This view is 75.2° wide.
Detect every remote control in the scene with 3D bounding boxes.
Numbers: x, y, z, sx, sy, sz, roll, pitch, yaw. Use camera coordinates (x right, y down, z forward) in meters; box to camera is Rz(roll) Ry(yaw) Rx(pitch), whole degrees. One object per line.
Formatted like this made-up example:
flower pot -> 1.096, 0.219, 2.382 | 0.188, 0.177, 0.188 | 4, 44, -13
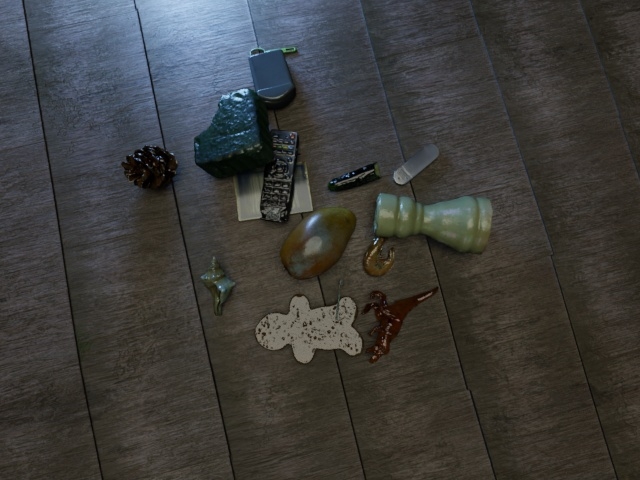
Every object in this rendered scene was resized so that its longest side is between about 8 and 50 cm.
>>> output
remote control -> -0.169, -0.271, 1.755 | 0.145, 0.062, 0.398 | 7, 80, -1
remote control -> 0.417, -0.331, 1.814 | 0.245, 0.022, 0.077 | -40, 83, -5

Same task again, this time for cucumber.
cucumber -> 0.146, -0.262, 1.776 | 0.242, 0.074, 0.074 | -21, 84, -1

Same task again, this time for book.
book -> -0.205, -0.211, 1.787 | 0.323, 0.018, 0.228 | -7, 82, -2

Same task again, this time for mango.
mango -> 0.000, 0.000, 1.683 | 0.384, 0.199, 0.221 | -39, 78, -18

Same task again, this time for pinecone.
pinecone -> -0.696, -0.300, 1.695 | 0.179, 0.204, 0.184 | 36, 100, 7

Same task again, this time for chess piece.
chess piece -> 0.444, -0.085, 1.697 | 0.443, 0.234, 0.233 | 7, 83, 4

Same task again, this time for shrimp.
shrimp -> 0.252, 0.064, 1.755 | 0.133, 0.052, 0.187 | 23, 88, -17

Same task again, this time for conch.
conch -> -0.403, 0.180, 1.686 | 0.114, 0.137, 0.233 | -28, 96, -34

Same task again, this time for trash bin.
trash bin -> -0.209, -0.693, 1.808 | 0.177, 0.101, 0.236 | -16, 82, -2

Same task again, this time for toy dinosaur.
toy dinosaur -> 0.286, 0.285, 1.694 | 0.208, 0.097, 0.432 | 38, 76, 12

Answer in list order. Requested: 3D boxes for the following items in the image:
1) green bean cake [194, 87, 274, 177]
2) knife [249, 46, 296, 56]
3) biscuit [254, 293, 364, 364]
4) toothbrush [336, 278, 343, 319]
green bean cake -> -0.360, -0.435, 1.716 | 0.301, 0.169, 0.307 | -13, 74, 12
knife -> -0.212, -0.854, 1.869 | 0.212, 0.015, 0.054 | -6, 75, -1
biscuit -> -0.050, 0.357, 1.696 | 0.433, 0.064, 0.282 | -7, 77, -3
toothbrush -> 0.077, 0.238, 1.692 | 0.014, 0.011, 0.167 | 9, 75, -7
